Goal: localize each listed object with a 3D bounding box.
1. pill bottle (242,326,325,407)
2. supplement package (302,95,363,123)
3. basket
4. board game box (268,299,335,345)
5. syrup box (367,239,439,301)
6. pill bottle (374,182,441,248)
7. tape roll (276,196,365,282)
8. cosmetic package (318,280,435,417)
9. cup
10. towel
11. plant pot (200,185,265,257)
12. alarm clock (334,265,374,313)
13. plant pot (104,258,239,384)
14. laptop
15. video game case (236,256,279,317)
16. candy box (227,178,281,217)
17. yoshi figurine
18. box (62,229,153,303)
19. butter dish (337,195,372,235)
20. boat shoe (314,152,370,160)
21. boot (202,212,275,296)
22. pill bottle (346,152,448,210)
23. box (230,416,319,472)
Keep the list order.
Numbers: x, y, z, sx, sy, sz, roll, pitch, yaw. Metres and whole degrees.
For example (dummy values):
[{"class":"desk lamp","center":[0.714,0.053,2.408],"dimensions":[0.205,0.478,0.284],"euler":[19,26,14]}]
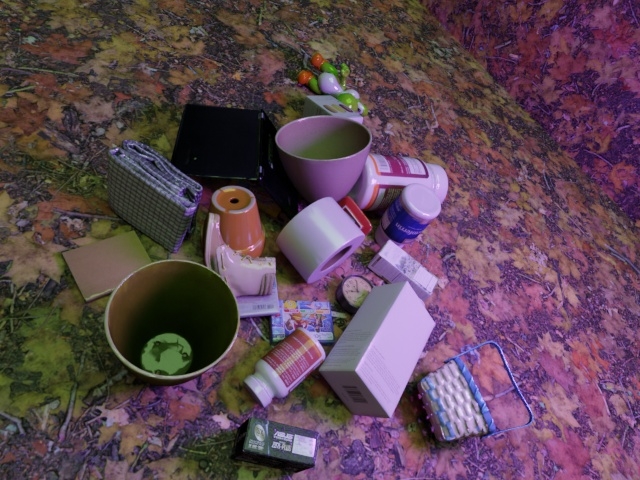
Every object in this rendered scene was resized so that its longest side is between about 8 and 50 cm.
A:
[{"class":"pill bottle","center":[-0.101,0.349,1.153],"dimensions":[0.216,0.121,0.121],"euler":[-36,77,-27]},{"class":"supplement package","center":[0.045,-0.501,1.765],"dimensions":[0.139,0.134,0.244],"euler":[-14,44,-32]},{"class":"basket","center":[0.453,0.462,1.268],"dimensions":[0.289,0.201,0.255],"euler":[-18,63,1]},{"class":"board game box","center":[-0.060,0.255,1.303],"dimensions":[0.201,0.035,0.136],"euler":[6,55,-21]},{"class":"syrup box","center":[0.299,0.117,1.526],"dimensions":[0.237,0.096,0.093],"euler":[38,48,4]},{"class":"pill bottle","center":[0.313,-0.076,1.558],"dimensions":[0.153,0.265,0.153],"euler":[11,54,-16]},{"class":"tape roll","center":[0.000,0.000,1.373],"dimensions":[0.246,0.246,0.169],"euler":[-31,74,-37]},{"class":"cosmetic package","center":[0.184,0.314,1.259],"dimensions":[0.197,0.155,0.365],"euler":[56,47,-15]},{"class":"cup","center":[0.010,-0.269,1.508],"dimensions":[0.331,0.237,0.331],"euler":[0,40,0]},{"class":"towel","center":[-0.487,-0.133,1.249],"dimensions":[0.283,0.235,0.121],"euler":[34,44,0]},{"class":"plant pot","center":[-0.268,-0.057,1.295],"dimensions":[0.205,0.188,0.205],"euler":[6,45,-6]},{"class":"alarm clock","center":[0.108,0.167,1.423],"dimensions":[0.129,0.064,0.192],"euler":[-24,73,-35]},{"class":"plant pot","center":[-0.362,0.236,1.009],"dimensions":[0.274,0.293,0.275],"euler":[13,53,-17]},{"class":"laptop","center":[-0.275,-0.268,1.480],"dimensions":[0.408,0.236,0.382],"euler":[52,25,-45]},{"class":"video game case","center":[-0.240,0.143,1.281],"dimensions":[0.212,0.023,0.193],"euler":[-3,58,-13]},{"class":"candy box","center":[-0.225,-0.172,1.530],"dimensions":[0.206,0.027,0.105],"euler":[30,53,-2]},{"class":"yoshi figurine","center":[0.063,-0.687,1.930],"dimensions":[0.362,0.203,0.203],"euler":[44,67,5]},{"class":"box","center":[-0.595,0.068,1.195],"dimensions":[0.201,0.021,0.164],"euler":[-24,70,-35]},{"class":"butter dish","center":[0.114,-0.061,1.552],"dimensions":[0.160,0.160,0.118],"euler":[54,29,15]},{"class":"boat shoe","center":[0.075,-0.314,1.726],"dimensions":[0.302,0.113,0.103],"euler":[-6,34,-21]},{"class":"boot","center":[-0.232,0.046,1.205],"dimensions":[0.203,0.095,0.262],"euler":[-3,103,-16]},{"class":"pill bottle","center":[0.297,-0.226,1.680],"dimensions":[0.392,0.224,0.224],"euler":[0,58,-26]},{"class":"box","center":[-0.112,0.505,1.032],"dimensions":[0.180,0.147,0.077],"euler":[18,52,-11]}]
